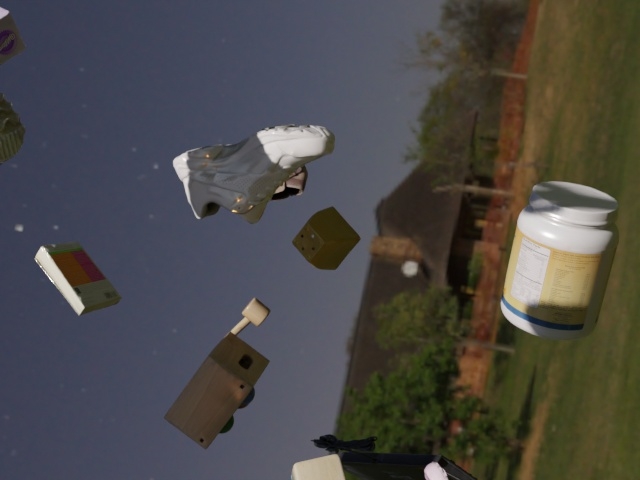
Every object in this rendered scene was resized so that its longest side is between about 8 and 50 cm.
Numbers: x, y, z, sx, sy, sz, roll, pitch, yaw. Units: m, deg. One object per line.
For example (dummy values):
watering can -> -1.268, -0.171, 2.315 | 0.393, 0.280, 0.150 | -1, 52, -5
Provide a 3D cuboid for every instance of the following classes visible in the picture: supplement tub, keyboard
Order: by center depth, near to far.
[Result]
supplement tub -> 0.349, 0.028, 1.376 | 0.144, 0.144, 0.200 | -56, -25, -65
keyboard -> 0.110, 0.372, 1.598 | 0.317, 0.201, 0.033 | -18, 46, 55

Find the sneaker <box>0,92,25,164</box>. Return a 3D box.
sneaker -> -0.442, -0.168, 0.972 | 0.146, 0.293, 0.102 | -34, 4, 44

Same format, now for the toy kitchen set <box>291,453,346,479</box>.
toy kitchen set -> -0.072, 0.336, 1.046 | 0.166, 0.207, 0.122 | 103, 155, -61

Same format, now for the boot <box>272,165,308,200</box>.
boot -> -0.078, -0.100, 1.461 | 0.042, 0.118, 0.087 | 64, -162, -56

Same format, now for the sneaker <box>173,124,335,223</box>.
sneaker -> -0.078, -0.084, 1.243 | 0.090, 0.232, 0.115 | -20, -83, -62

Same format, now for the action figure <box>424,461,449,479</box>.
action figure -> 0.215, 0.388, 0.920 | 0.248, 0.370, 0.276 | 55, -129, -16

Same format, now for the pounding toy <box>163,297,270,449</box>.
pounding toy -> -0.125, 0.195, 1.470 | 0.206, 0.094, 0.181 | -54, -1, 14

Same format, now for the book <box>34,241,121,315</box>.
book -> -0.442, 0.066, 1.736 | 0.035, 0.144, 0.096 | -50, -19, 29

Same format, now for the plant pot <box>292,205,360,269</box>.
plant pot -> 0.000, 0.000, 1.606 | 0.083, 0.081, 0.081 | -10, -36, -55

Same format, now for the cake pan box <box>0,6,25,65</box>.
cake pan box -> -0.560, -0.247, 1.234 | 0.267, 0.245, 0.070 | -45, -30, -28
